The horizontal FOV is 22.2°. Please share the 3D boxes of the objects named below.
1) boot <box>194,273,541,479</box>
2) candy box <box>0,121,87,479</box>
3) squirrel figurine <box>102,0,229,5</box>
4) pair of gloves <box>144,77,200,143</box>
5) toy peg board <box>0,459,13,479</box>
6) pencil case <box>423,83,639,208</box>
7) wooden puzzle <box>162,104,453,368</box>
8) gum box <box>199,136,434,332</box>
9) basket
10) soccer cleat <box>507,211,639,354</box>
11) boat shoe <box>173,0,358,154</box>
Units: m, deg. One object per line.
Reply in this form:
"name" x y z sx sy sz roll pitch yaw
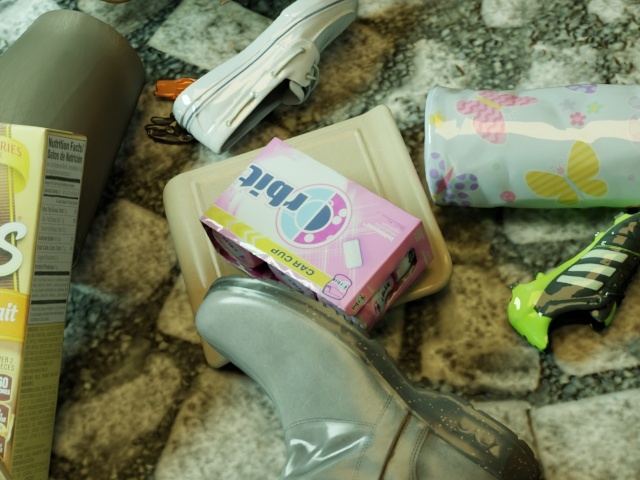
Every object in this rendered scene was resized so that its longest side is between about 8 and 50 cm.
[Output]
"boot" -0.013 0.183 1.313 0.338 0.118 0.223 30 66 23
"candy box" -0.317 0.053 1.410 0.183 0.087 0.316 7 92 16
"squirrel figurine" -0.173 -0.411 1.681 0.370 0.281 0.397 4 38 -12
"pair of gloves" -0.138 -0.132 1.655 0.074 0.010 0.083 2 57 12
"toy peg board" -0.334 0.229 1.321 0.160 0.079 0.161 -34 81 8
"pencil case" 0.227 -0.090 1.480 0.273 0.113 0.124 -1 40 11
"wooden puzzle" -0.016 -0.004 1.518 0.238 0.044 0.221 -21 53 2
"gum box" 0.000 0.000 1.442 0.188 0.062 0.107 31 70 32
"basket" -0.273 -0.102 1.579 0.204 0.154 0.227 15 55 17
"soccer cleat" 0.247 0.034 1.424 0.179 0.060 0.072 -33 64 -5
"boat shoe" -0.039 -0.166 1.627 0.226 0.083 0.076 -39 75 -9
